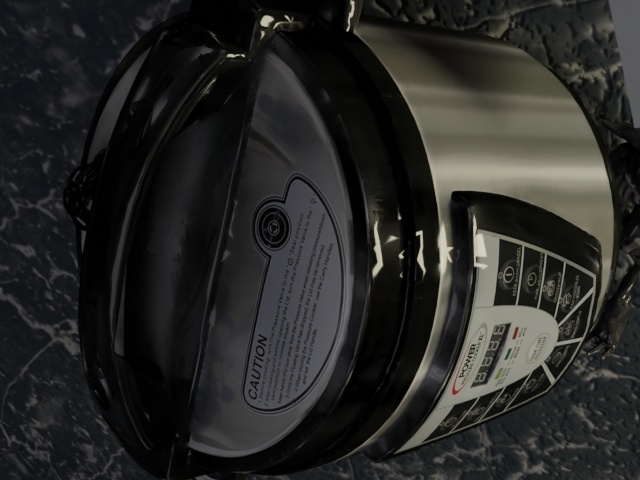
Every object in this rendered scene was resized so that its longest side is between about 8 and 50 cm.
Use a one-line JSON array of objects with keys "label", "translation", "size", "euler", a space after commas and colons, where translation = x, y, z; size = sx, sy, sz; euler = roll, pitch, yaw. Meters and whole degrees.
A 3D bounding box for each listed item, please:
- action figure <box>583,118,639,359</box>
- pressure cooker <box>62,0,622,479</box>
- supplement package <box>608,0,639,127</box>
[{"label": "action figure", "translation": [0.295, -0.001, 0.910], "size": [0.164, 0.141, 0.276], "euler": [31, 131, 14]}, {"label": "pressure cooker", "translation": [-0.004, -0.001, 0.784], "size": [0.375, 0.420, 0.370], "euler": [-29, 72, 42]}, {"label": "supplement package", "translation": [0.306, -0.236, 0.662], "size": [0.199, 0.263, 0.198], "euler": [-7, 120, 26]}]
